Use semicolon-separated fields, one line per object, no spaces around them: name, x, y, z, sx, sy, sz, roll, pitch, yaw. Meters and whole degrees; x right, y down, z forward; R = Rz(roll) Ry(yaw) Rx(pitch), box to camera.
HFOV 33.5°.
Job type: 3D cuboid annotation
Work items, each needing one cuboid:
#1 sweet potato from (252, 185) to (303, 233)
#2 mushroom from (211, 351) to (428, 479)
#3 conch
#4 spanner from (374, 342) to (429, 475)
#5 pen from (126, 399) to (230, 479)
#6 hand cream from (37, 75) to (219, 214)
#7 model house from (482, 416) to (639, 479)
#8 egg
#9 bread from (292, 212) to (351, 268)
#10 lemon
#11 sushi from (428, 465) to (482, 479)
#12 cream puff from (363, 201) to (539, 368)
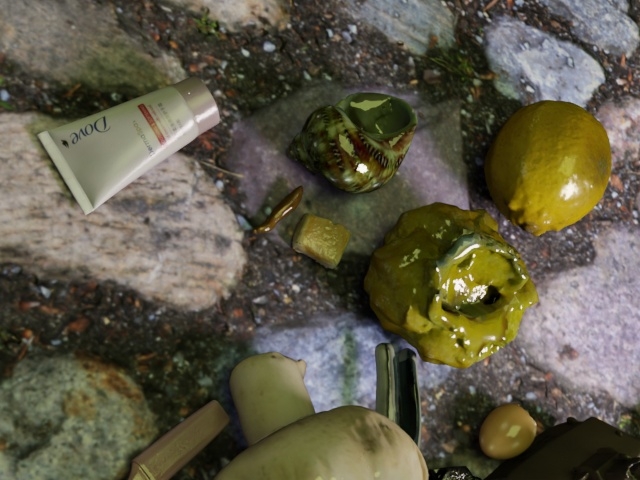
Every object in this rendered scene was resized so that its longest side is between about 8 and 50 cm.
sweet potato;-0.062;-0.042;1.639;0.026;0.026;0.115;46;65;-7
mushroom;-0.030;0.313;1.431;0.314;0.314;0.336;-1;43;-26
conch;0.048;-0.155;1.677;0.181;0.124;0.187;17;44;-11
spanner;0.120;0.315;1.591;0.096;0.040;0.325;17;64;-45
pen;-0.206;0.293;1.458;0.197;0.032;0.053;-36;93;-33
hand cream;-0.272;-0.154;1.547;0.248;0.083;0.133;-33;88;-21
model house;0.413;0.389;1.608;0.211;0.243;0.204;-26;86;-30
egg;0.290;0.302;1.672;0.096;0.080;0.080;-31;89;-16
bread;0.000;0.000;1.650;0.083;0.035;0.070;25;64;-10
lemon;0.380;-0.124;1.779;0.204;0.204;0.260;30;63;-15
sushi;0.204;0.388;1.618;0.085;0.056;0.083;0;68;-25
cream puff;0.213;0.059;1.640;0.282;0.185;0.282;14;57;-23
